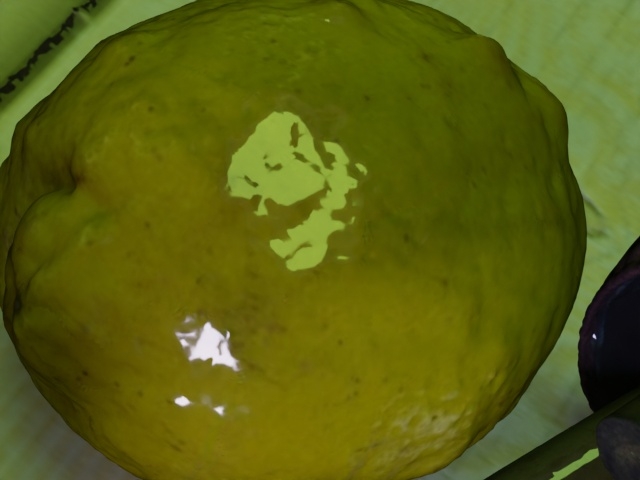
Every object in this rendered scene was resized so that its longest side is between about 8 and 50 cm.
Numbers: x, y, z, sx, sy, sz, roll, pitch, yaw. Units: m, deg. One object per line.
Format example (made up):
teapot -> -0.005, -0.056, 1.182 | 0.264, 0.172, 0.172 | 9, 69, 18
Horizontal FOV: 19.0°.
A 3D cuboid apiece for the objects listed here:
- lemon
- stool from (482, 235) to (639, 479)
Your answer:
lemon -> -0.005, 0.002, 0.973 | 0.316, 0.285, 0.285 | 13, 52, -20
stool -> 0.220, 0.130, 0.965 | 0.272, 0.272, 0.178 | 42, 59, 11
